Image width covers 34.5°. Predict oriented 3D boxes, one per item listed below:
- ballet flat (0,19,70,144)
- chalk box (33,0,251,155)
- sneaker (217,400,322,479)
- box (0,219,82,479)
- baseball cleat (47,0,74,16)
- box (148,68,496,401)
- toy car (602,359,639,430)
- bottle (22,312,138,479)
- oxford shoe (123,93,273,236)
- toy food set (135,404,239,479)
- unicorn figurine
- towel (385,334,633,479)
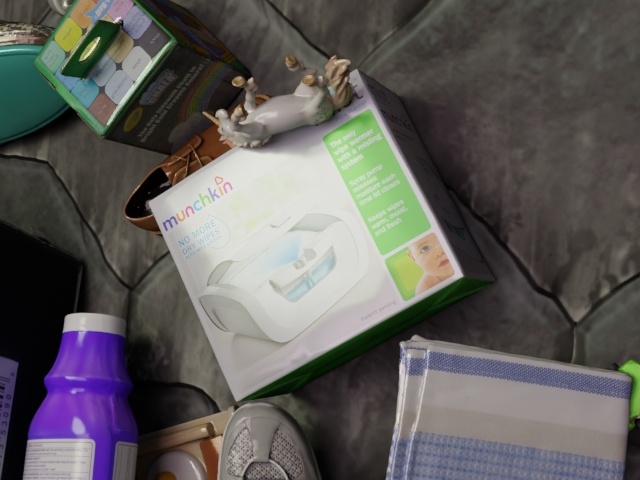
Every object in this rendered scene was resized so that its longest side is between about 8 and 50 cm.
[{"bbox_3d":[-0.479,-0.164,1.262,0.483,0.164,0.182,-30,48,21],"label":"ballet flat"},{"bbox_3d":[-0.199,-0.188,1.090,0.132,0.213,0.132,46,104,21],"label":"chalk box"},{"bbox_3d":[-0.045,0.292,0.972,0.105,0.115,0.281,-5,78,-1],"label":"sneaker"},{"bbox_3d":[-0.560,0.222,1.122,0.472,0.297,0.479,-8,68,26],"label":"box"},{"bbox_3d":[-0.320,-0.364,1.251,0.109,0.072,0.205,-3,79,38],"label":"baseball cleat"},{"bbox_3d":[0.000,0.000,1.033,0.262,0.127,0.231,-30,75,18],"label":"box"},{"bbox_3d":[0.225,0.196,0.953,0.225,0.053,0.239,-43,71,15],"label":"toy car"},{"bbox_3d":[-0.250,0.219,1.076,0.118,0.092,0.282,-8,71,30],"label":"bottle"},{"bbox_3d":[-0.130,-0.081,1.127,0.212,0.076,0.076,-43,69,13],"label":"oxford shoe"},{"bbox_3d":[-0.192,0.320,1.109,0.306,0.092,0.219,-19,78,21],"label":"toy food set"},{"bbox_3d":[-0.046,-0.121,0.949,0.162,0.111,0.060,-3,72,9],"label":"unicorn figurine"},{"bbox_3d":[0.153,0.235,0.891,0.209,0.034,0.284,8,87,-2],"label":"towel"}]
